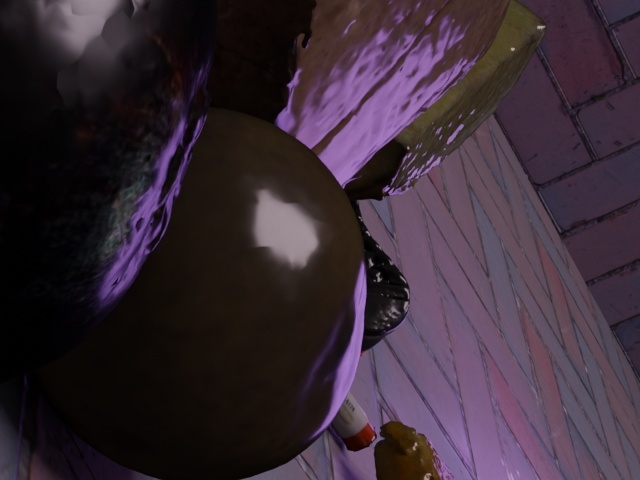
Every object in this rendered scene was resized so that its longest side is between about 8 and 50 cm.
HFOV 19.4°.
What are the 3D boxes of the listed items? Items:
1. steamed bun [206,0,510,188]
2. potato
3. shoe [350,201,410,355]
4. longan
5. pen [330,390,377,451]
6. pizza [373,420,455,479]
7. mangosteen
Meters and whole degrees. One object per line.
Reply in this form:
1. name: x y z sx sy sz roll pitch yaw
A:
1. steamed bun: -0.025 -0.156 0.992 0.199 0.251 0.301 38 -21 16
2. potato: 0.055 -0.119 1.365 0.255 0.112 0.269 -6 47 -40
3. shoe: -0.001 -0.001 1.375 0.194 0.074 0.077 63 -23 24
4. longan: -0.056 0.027 0.853 0.167 0.167 0.187 -100 164 -49
5. pen: -0.021 0.059 1.237 0.218 0.026 0.026 58 15 -31
6. pizza: 0.101 0.255 1.297 0.197 0.058 0.292 -40 107 -78
7. mangosteen: -0.141 -0.055 0.609 0.216 0.216 0.216 59 14 -25
